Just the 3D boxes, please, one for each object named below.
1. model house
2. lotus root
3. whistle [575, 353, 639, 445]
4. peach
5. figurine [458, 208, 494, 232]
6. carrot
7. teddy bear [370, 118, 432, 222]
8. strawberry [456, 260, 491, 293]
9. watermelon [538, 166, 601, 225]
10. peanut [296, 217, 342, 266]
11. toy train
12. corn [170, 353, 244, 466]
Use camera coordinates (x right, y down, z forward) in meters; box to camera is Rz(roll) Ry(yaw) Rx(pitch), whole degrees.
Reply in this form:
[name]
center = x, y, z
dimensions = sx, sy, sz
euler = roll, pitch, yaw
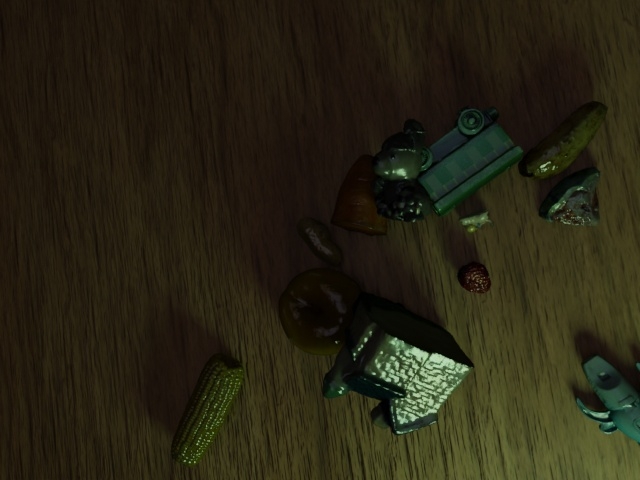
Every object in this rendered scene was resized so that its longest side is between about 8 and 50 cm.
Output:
[model house]
center = 0.171, 0.325, 1.186
dimensions = 0.299, 0.243, 0.284
euler = 26, 100, -12
[lotus root]
center = 0.618, -0.247, 1.184
dimensions = 0.258, 0.110, 0.097
euler = -46, 74, 10
[whistle]
center = 0.738, 0.400, 1.126
dimensions = 0.186, 0.093, 0.273
euler = -37, 75, 11
[peach]
center = 0.002, 0.196, 1.319
dimensions = 0.252, 0.153, 0.250
euler = -1, 85, 9
[figurine]
center = 0.421, -0.050, 1.267
dimensions = 0.084, 0.047, 0.050
euler = -18, 92, 19
[carrot]
center = 0.127, -0.130, 1.313
dimensions = 0.159, 0.159, 0.224
euler = 10, 79, 16
[teddy bear]
center = 0.185, -0.166, 1.193
dimensions = 0.144, 0.171, 0.250
euler = -14, 93, -28
[strawberry]
center = 0.409, 0.102, 1.245
dimensions = 0.097, 0.083, 0.083
euler = 33, 97, -14
[watermelon]
center = 0.661, -0.099, 1.189
dimensions = 0.187, 0.071, 0.139
euler = -44, 81, 9
[peanut]
center = 0.000, 0.000, 1.368
dimensions = 0.080, 0.080, 0.174
euler = -42, 80, 10
[toy train]
center = 0.367, -0.215, 1.253
dimensions = 0.301, 0.120, 0.202
euler = -37, 81, 11
[corn]
center = -0.341, 0.507, 1.406
dimensions = 0.131, 0.131, 0.344
euler = 28, 95, 16
